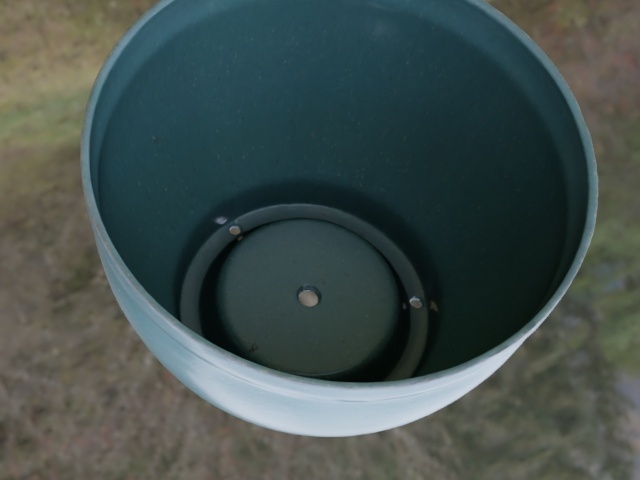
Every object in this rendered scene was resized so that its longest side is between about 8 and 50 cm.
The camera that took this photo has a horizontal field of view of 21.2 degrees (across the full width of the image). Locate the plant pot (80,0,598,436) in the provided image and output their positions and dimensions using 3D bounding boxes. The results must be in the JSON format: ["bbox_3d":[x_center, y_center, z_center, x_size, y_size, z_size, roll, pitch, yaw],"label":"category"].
[{"bbox_3d":[0.000,0.000,1.041,0.293,0.293,0.196,-23,155,-21],"label":"plant pot"}]
